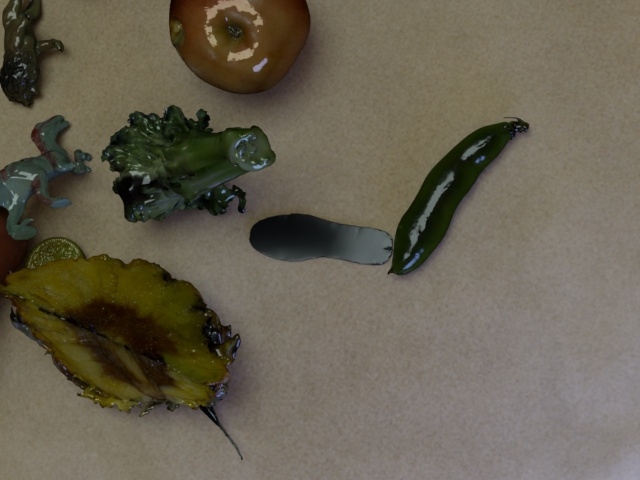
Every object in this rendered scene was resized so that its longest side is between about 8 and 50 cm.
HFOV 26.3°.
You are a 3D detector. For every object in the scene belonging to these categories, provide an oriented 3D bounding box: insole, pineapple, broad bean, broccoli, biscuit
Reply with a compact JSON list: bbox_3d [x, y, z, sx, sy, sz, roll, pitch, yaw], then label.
[{"bbox_3d":[0.000,0.000,1.729,0.188,0.004,0.064,7,78,15],"label":"insole"},{"bbox_3d":[-0.222,0.121,1.700,0.335,0.158,0.161,17,41,13],"label":"pineapple"},{"bbox_3d":[0.157,-0.061,1.686,0.065,0.046,0.254,38,85,7],"label":"broad bean"},{"bbox_3d":[-0.143,-0.100,1.648,0.165,0.304,0.145,-6,92,-29],"label":"broccoli"},{"bbox_3d":[-0.346,0.037,1.792,0.084,0.023,0.084,-3,73,12],"label":"biscuit"}]

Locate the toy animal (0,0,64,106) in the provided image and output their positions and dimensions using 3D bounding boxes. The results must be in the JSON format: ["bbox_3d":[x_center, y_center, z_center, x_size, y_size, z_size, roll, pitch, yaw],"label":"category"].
[{"bbox_3d":[-0.398,-0.295,1.870,0.086,0.069,0.219,-7,71,32],"label":"toy animal"}]

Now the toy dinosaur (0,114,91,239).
[{"bbox_3d":[-0.395,-0.070,1.763,0.242,0.053,0.167,-30,56,-26],"label":"toy dinosaur"}]

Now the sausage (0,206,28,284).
[{"bbox_3d":[-0.473,0.054,1.740,0.114,0.113,0.259,23,56,18],"label":"sausage"}]

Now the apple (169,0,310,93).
[{"bbox_3d":[-0.102,-0.268,1.727,0.199,0.199,0.199,-3,75,13],"label":"apple"}]
